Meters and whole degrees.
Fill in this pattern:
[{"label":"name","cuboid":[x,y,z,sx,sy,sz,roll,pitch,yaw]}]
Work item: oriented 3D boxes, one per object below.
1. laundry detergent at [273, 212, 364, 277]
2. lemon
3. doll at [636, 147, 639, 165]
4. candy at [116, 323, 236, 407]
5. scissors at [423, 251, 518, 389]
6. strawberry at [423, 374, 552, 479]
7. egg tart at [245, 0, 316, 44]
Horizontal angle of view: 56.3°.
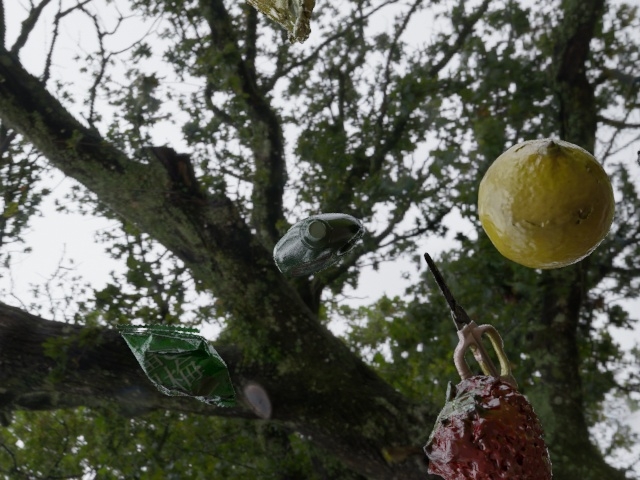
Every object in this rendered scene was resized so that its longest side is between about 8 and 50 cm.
[{"label":"laundry detergent","cuboid":[0.000,0.000,0.841,0.137,0.211,0.063,-19,-99,-7]},{"label":"lemon","cuboid":[0.401,-0.062,1.062,0.253,0.228,0.229,23,-106,-51]},{"label":"doll","cuboid":[0.612,-0.207,1.059,0.165,0.057,0.139,-67,-16,14]},{"label":"candy","cuboid":[-0.230,0.199,0.984,0.078,0.141,0.203,-92,-10,-47]},{"label":"scissors","cuboid":[0.273,0.162,1.129,0.160,0.024,0.318,-26,-93,-44]},{"label":"strawberry","cuboid":[0.258,0.304,0.886,0.201,0.187,0.184,40,-104,6]},{"label":"egg tart","cuboid":[-0.041,-0.292,0.566,0.090,0.212,0.213,-3,-87,-5]}]
